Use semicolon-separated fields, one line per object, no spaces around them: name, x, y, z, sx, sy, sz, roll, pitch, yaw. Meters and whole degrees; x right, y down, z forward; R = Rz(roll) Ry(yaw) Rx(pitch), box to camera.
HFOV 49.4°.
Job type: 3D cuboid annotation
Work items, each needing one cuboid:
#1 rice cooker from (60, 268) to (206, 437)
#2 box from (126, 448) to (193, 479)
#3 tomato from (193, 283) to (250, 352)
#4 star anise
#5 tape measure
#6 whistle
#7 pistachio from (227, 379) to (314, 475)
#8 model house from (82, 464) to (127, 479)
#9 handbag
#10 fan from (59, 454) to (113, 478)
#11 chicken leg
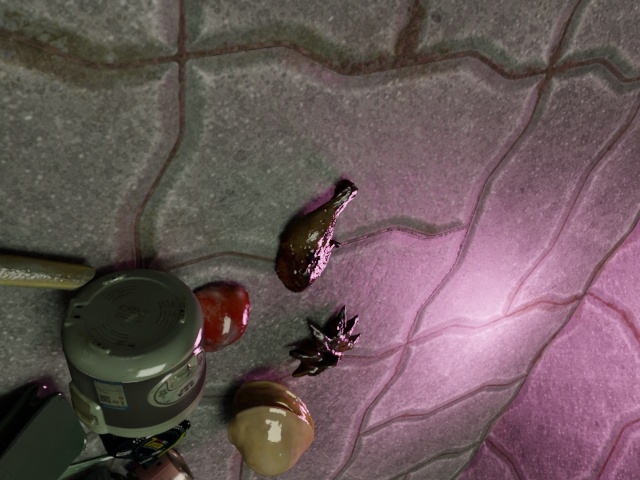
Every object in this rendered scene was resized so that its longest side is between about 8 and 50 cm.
rice cooker;-0.366;0.230;1.394;0.288;0.288;0.277;-19;139;-26
box;-0.431;0.648;1.900;0.135;0.151;0.151;-42;145;-12
tomato;-0.240;0.190;1.611;0.189;0.099;0.173;-7;135;-34
star anise;0.029;0.309;1.970;0.272;0.102;0.272;-26;141;-23
tape measure;-0.425;0.469;1.741;0.186;0.112;0.199;-34;150;4
whistle;-0.557;0.052;1.224;0.326;0.057;0.068;12;133;-47
pistachio;-0.142;0.525;1.961;0.238;0.229;0.321;-13;132;7
model house;-0.579;0.724;1.799;0.224;0.198;0.215;-35;149;-6
handbag;-0.627;0.465;1.483;0.247;0.079;0.260;91;24;-45
fan;-0.580;0.568;1.787;0.193;0.016;0.038;-12;134;-32
chicken leg;-0.009;0.002;1.640;0.177;0.083;0.322;-24;144;-34
